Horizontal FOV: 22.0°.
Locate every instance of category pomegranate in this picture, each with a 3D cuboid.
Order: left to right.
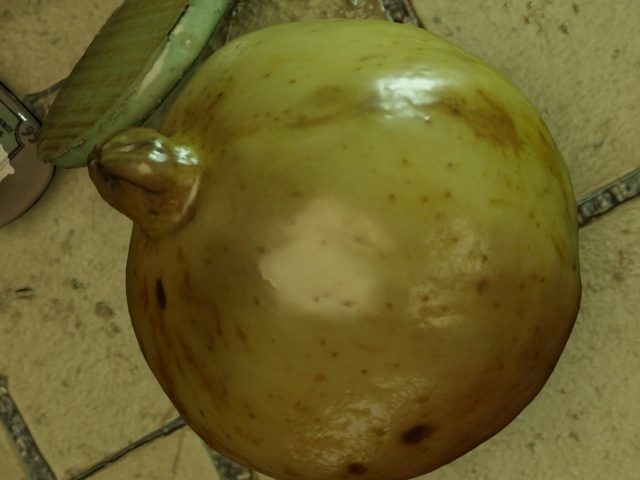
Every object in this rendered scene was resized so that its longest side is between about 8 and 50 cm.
[{"bbox_3d":[0.000,0.000,1.302,0.410,0.410,0.410,0,91,11],"label":"pomegranate"}]

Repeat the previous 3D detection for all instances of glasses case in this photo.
[{"bbox_3d":[-0.376,-0.141,1.533,0.314,0.075,0.122,45,93,8],"label":"glasses case"}]

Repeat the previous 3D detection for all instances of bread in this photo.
[{"bbox_3d":[-0.150,-0.166,1.412,0.040,0.267,0.267,37,99,-21],"label":"bread"}]
